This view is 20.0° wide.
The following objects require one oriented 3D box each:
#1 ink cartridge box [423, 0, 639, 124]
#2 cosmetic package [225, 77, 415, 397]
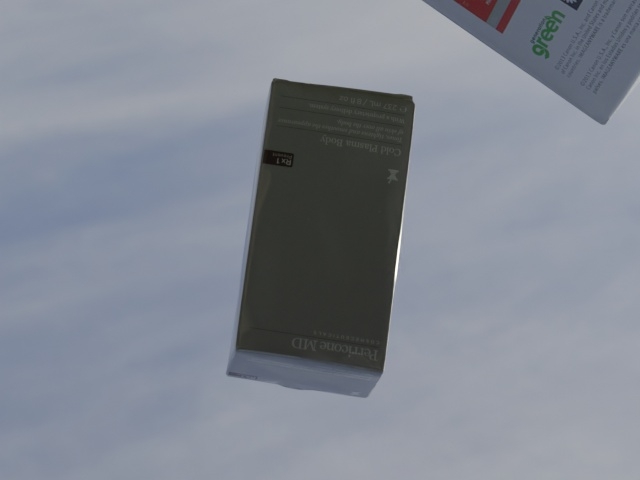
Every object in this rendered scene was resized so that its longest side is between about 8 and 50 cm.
[{"bbox_3d":[0.115,-0.260,0.882,0.272,0.309,0.130,35,-132,7],"label":"ink cartridge box"},{"bbox_3d":[0.000,0.000,1.488,0.127,0.107,0.238,7,-110,-5],"label":"cosmetic package"}]
